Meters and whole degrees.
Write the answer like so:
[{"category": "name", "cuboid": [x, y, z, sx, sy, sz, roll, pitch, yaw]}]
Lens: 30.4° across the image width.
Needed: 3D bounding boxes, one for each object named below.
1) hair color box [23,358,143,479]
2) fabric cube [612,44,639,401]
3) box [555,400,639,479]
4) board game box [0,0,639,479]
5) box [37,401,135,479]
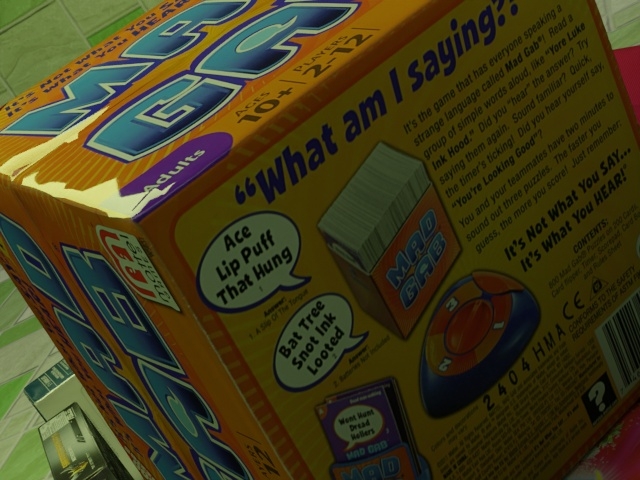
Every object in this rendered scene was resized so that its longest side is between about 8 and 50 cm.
[{"category": "hair color box", "cuboid": [-0.195, 0.164, 1.557, 0.347, 0.174, 0.105, -37, 17, -15]}, {"category": "fabric cube", "cuboid": [0.296, -0.023, 1.109, 0.259, 0.254, 0.258, -40, 19, -24]}, {"category": "box", "cuboid": [0.191, 0.236, 0.818, 0.128, 0.122, 0.257, -12, 27, 46]}, {"category": "board game box", "cuboid": [0.000, 0.000, 0.890, 0.356, 0.356, 0.356, -39, 29, -23]}, {"category": "box", "cuboid": [-0.220, 0.287, 1.265, 0.056, 0.183, 0.231, -35, 19, -11]}]
